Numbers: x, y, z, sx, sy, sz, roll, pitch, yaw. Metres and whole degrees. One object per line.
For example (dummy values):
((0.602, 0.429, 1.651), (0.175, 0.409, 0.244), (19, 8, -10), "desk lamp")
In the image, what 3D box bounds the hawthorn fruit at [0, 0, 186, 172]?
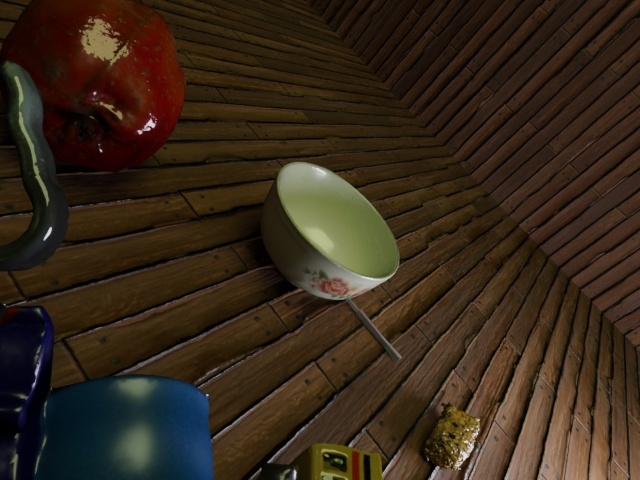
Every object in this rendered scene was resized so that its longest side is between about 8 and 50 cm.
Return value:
((-0.315, -0.218, 0.682), (0.254, 0.254, 0.300), (24, 24, -30), "hawthorn fruit")

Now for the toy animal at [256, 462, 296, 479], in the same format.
((0.052, 0.322, 0.364), (0.343, 0.106, 0.168), (40, 33, 3), "toy animal")

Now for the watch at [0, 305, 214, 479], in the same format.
((-0.187, 0.181, 0.404), (0.200, 0.196, 0.171), (13, 50, -30), "watch")

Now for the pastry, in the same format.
((0.226, 0.334, 0.823), (0.080, 0.056, 0.140), (37, 31, 12), "pastry")

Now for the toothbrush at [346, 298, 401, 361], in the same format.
((0.087, 0.153, 0.929), (0.194, 0.014, 0.017), (51, 29, 13), "toothbrush")

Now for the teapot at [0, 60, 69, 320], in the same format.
((-0.353, 0.006, 0.384), (0.305, 0.223, 0.285), (-34, 88, -32), "teapot")

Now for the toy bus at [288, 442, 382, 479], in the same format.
((0.013, 0.378, 0.459), (0.123, 0.121, 0.336), (25, 35, -18), "toy bus")

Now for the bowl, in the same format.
((0.000, 0.000, 0.891), (0.277, 0.145, 0.277), (29, 32, -20), "bowl")
